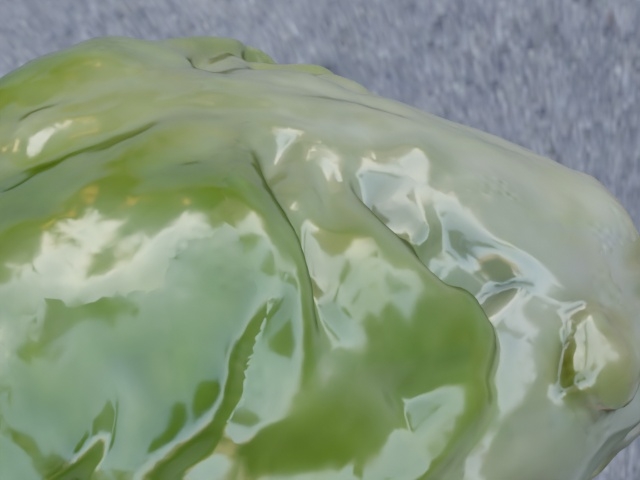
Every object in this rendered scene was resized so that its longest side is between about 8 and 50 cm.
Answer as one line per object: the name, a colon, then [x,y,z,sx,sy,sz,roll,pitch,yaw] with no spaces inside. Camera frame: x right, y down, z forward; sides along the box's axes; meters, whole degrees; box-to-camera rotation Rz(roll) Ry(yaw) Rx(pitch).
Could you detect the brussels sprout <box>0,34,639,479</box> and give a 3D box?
brussels sprout: [-0.033,0.037,0.737,0.317,0.274,0.242,-10,96,-33]
